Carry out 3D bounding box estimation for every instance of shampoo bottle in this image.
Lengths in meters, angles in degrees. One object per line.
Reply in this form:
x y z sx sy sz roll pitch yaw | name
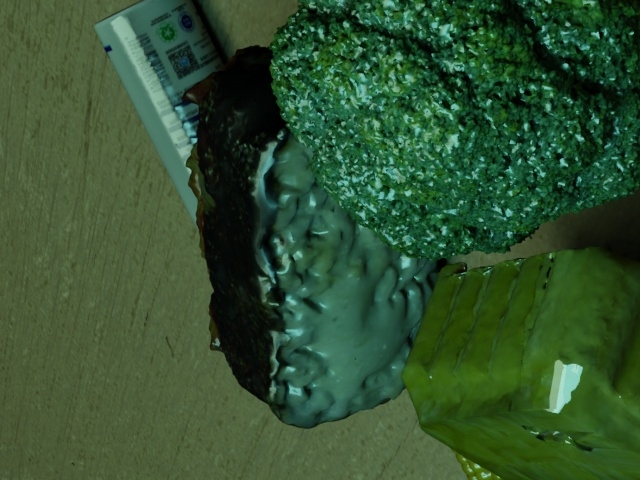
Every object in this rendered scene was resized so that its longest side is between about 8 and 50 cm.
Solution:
-0.096 -0.078 1.752 0.092 0.092 0.303 -10 110 58 | shampoo bottle

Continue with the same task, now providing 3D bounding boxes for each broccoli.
0.101 -0.109 1.293 0.269 0.241 0.261 31 131 -1 | broccoli

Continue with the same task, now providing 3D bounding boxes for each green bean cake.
0.199 0.110 1.374 0.233 0.124 0.236 30 158 -22 | green bean cake

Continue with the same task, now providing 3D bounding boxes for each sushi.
0.000 0.000 1.613 0.182 0.196 0.343 -130 31 -52 | sushi

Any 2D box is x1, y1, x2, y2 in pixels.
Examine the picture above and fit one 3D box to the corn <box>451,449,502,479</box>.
0.185 0.194 1.569 0.119 0.119 0.322 -7 117 58 | corn
